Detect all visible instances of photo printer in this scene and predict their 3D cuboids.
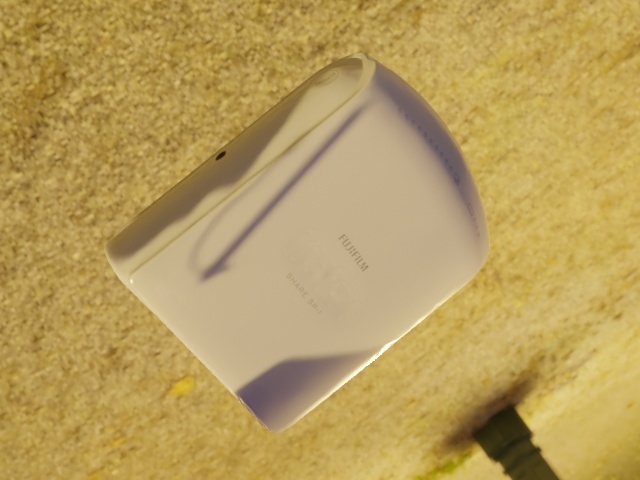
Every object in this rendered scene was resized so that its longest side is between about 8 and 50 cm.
[{"bbox_3d":[0.000,0.000,0.890,0.307,0.107,0.256,-38,122,-2],"label":"photo printer"}]
